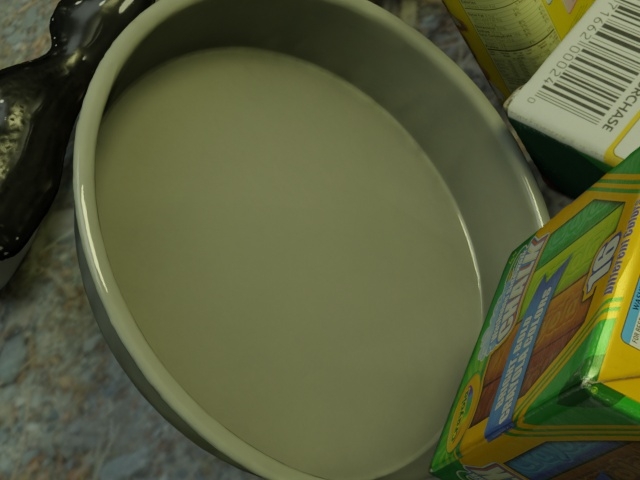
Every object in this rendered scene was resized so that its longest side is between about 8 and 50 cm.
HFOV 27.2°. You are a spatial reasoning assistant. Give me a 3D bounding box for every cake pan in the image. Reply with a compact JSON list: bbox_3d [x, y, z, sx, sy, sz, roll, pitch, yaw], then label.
[{"bbox_3d":[0.000,0.000,0.692,0.054,0.293,0.293,-36,38,50],"label":"cake pan"}]

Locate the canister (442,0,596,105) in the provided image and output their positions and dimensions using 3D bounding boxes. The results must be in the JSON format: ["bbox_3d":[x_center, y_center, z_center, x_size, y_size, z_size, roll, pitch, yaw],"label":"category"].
[{"bbox_3d":[0.119,-0.169,0.783,0.073,0.170,0.126,13,66,36],"label":"canister"}]

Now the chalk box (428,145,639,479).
[{"bbox_3d":[0.144,0.065,0.604,0.132,0.213,0.132,27,63,-7],"label":"chalk box"}]

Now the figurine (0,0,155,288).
[{"bbox_3d":[-0.191,-0.077,0.906,0.209,0.092,0.215,-54,7,-20],"label":"figurine"}]

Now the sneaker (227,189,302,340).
[{"bbox_3d":[-0.064,0.001,0.824,0.180,0.124,0.321,-11,44,29],"label":"sneaker"}]

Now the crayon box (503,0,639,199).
[{"bbox_3d":[0.279,-0.062,0.678,0.202,0.081,0.318,-49,48,-8],"label":"crayon box"}]
